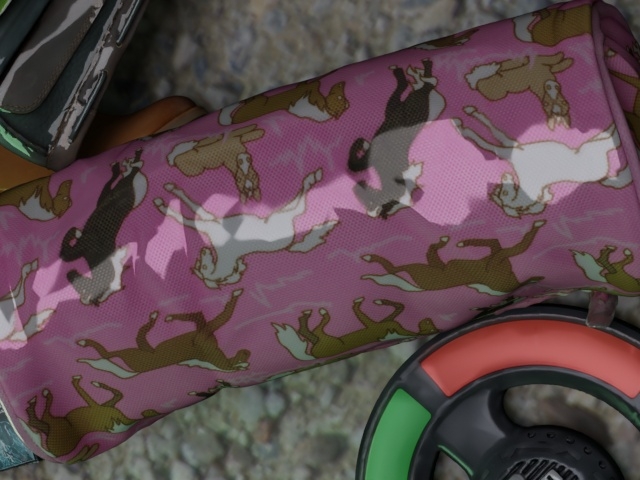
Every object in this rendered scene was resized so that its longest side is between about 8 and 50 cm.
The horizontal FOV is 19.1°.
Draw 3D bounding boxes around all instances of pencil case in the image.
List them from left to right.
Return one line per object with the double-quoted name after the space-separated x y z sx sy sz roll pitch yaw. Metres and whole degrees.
0.000 0.000 1.016 0.386 0.160 0.167 -16 85 14 "pencil case"

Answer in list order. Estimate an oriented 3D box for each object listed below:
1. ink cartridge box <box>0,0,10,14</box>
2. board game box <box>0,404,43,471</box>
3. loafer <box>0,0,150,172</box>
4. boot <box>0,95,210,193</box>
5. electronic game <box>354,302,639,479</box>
-0.206 -0.214 1.071 0.097 0.189 0.255 28 109 -28 "ink cartridge box"
-0.275 0.105 1.218 0.186 0.026 0.126 -17 90 15 "board game box"
-0.102 -0.159 1.086 0.084 0.096 0.267 38 89 -3 "loafer"
-0.174 -0.081 1.146 0.197 0.073 0.152 -29 81 18 "boot"
0.128 0.149 1.067 0.229 0.048 0.229 3 98 21 "electronic game"
